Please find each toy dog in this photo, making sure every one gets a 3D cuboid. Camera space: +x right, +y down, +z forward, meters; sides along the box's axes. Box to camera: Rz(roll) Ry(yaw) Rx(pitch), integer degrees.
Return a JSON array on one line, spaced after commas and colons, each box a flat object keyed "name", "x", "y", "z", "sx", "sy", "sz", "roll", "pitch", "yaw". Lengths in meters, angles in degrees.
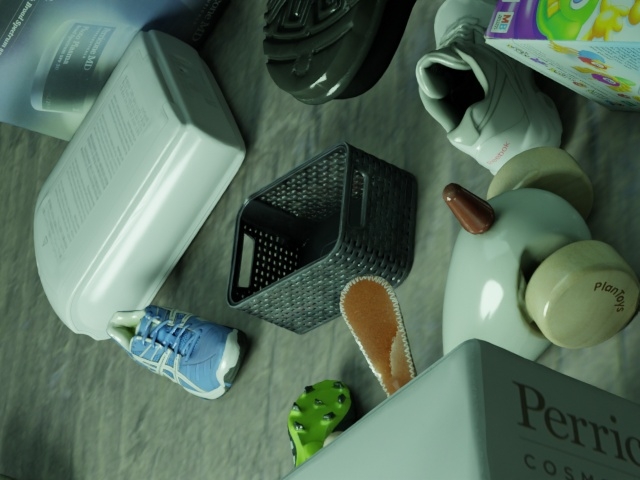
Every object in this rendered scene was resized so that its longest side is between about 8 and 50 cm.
[{"name": "toy dog", "x": 0.097, "y": 0.071, "z": 1.382, "sx": 0.334, "sy": 0.161, "sz": 0.220, "roll": -64, "pitch": 30, "yaw": 5}]

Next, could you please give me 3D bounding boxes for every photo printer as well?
[{"name": "photo printer", "x": -0.220, "y": -0.055, "z": 2.024, "sx": 0.307, "sy": 0.107, "sz": 0.256, "roll": -56, "pitch": 32, "yaw": 19}]

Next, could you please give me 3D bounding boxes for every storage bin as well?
[{"name": "storage bin", "x": 0.000, "y": 0.000, "z": 1.663, "sx": 0.180, "sy": 0.084, "sz": 0.122, "roll": -28, "pitch": 47, "yaw": 46}]

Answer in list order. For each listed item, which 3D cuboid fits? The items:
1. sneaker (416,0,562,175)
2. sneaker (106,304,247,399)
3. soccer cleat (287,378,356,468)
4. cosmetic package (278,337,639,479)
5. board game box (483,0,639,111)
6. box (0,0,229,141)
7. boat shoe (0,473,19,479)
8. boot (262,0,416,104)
[{"name": "sneaker", "x": 0.129, "y": -0.150, "z": 1.528, "sx": 0.090, "sy": 0.115, "sz": 0.232, "roll": -50, "pitch": 34, "yaw": 26}, {"name": "sneaker", "x": -0.148, "y": 0.111, "z": 1.823, "sx": 0.211, "sy": 0.081, "sz": 0.080, "roll": 1, "pitch": 69, "yaw": 56}, {"name": "soccer cleat", "x": 0.004, "y": 0.191, "z": 1.551, "sx": 0.060, "sy": 0.072, "sz": 0.179, "roll": -8, "pitch": 33, "yaw": 7}, {"name": "cosmetic package", "x": 0.120, "y": 0.334, "z": 0.999, "sx": 0.327, "sy": 0.329, "sz": 0.394, "roll": -41, "pitch": 39, "yaw": 38}, {"name": "board game box", "x": 0.273, "y": -0.179, "z": 1.295, "sx": 0.275, "sy": 0.144, "sz": 0.142, "roll": 13, "pitch": 80, "yaw": 59}, {"name": "box", "x": -0.293, "y": -0.286, "z": 2.089, "sx": 0.296, "sy": 0.294, "sz": 0.183, "roll": -56, "pitch": 48, "yaw": 19}, {"name": "boat shoe", "x": -0.358, "y": 0.308, "z": 2.016, "sx": 0.233, "sy": 0.084, "sz": 0.079, "roll": 15, "pitch": 82, "yaw": 57}, {"name": "boot", "x": 0.114, "y": -0.214, "z": 1.442, "sx": 0.131, "sy": 0.260, "sz": 0.348, "roll": -18, "pitch": 48, "yaw": 51}]
